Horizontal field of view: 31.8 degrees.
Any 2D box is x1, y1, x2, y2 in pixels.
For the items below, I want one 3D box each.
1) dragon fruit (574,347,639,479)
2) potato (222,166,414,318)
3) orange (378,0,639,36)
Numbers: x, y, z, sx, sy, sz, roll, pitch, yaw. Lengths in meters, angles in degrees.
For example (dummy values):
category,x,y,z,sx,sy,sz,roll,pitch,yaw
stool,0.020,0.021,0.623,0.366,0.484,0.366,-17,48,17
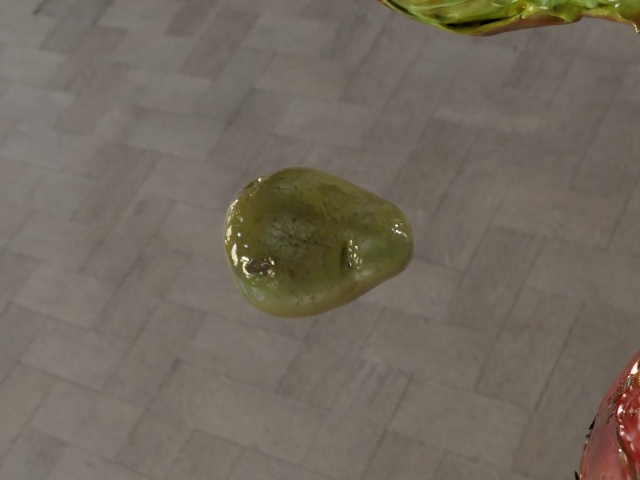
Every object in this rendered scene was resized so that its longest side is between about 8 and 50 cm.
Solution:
category,x,y,z,sx,sy,sz,roll,pitch,yaw
dragon fruit,0.355,0.200,0.907,0.296,0.295,0.302,-35,6,-8
potato,0.000,0.000,1.159,0.194,0.157,0.157,-2,51,2
orange,0.167,-0.301,0.844,0.335,0.262,0.196,-9,40,11
